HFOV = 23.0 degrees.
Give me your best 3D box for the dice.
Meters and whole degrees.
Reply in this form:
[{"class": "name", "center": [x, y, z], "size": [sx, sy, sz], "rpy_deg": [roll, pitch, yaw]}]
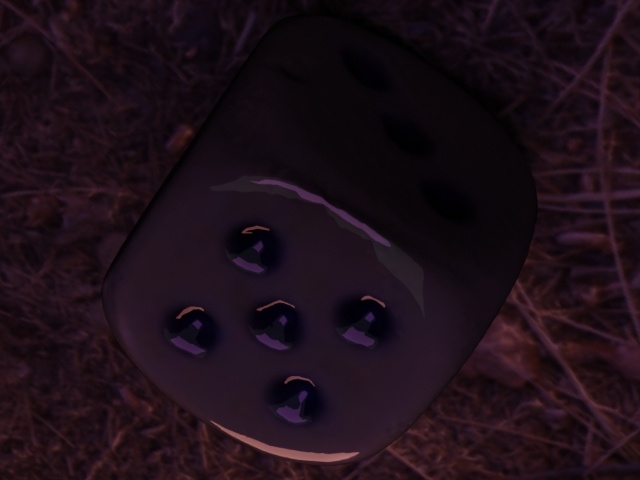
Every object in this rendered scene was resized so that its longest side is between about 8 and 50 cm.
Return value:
[{"class": "dice", "center": [0.000, 0.000, 0.911], "size": [0.192, 0.193, 0.194], "rpy_deg": [34, 126, -5]}]
